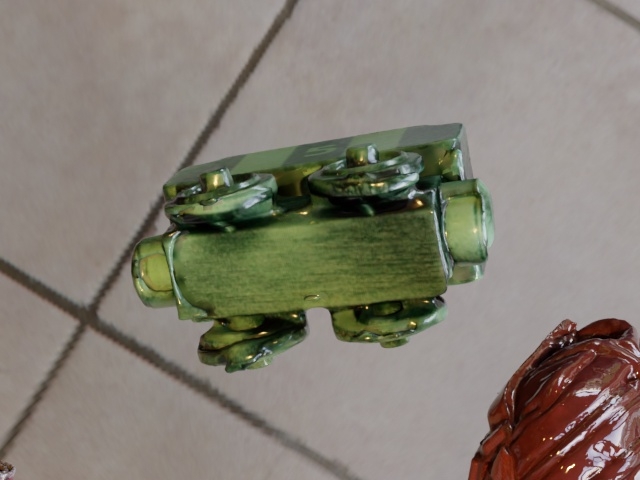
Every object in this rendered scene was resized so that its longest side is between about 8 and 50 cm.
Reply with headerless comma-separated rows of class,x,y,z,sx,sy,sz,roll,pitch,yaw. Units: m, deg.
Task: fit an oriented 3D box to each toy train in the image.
toy train,0.000,0.000,1.389,0.299,0.238,0.167,-8,102,11

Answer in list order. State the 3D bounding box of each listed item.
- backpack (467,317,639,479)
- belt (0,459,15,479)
backpack,0.180,0.164,1.244,0.139,0.229,0.229,38,78,13
belt,-0.424,0.222,1.719,0.232,0.071,0.053,15,88,4
